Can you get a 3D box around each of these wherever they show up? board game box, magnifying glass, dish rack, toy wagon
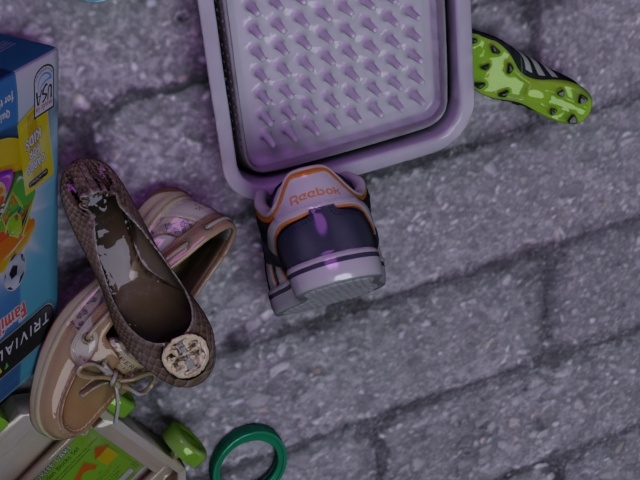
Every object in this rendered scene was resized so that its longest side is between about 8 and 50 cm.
[{"bbox_3d":[-0.335,0.010,1.373,0.254,0.079,0.336,-46,146,-56],"label":"board game box"},{"bbox_3d":[-0.100,0.318,1.793,0.092,0.026,0.230,2,115,-27],"label":"magnifying glass"},{"bbox_3d":[0.010,-0.220,1.504,0.286,0.072,0.332,-17,124,-17],"label":"dish rack"},{"bbox_3d":[-0.298,0.257,1.635,0.267,0.068,0.344,-45,126,4],"label":"toy wagon"}]

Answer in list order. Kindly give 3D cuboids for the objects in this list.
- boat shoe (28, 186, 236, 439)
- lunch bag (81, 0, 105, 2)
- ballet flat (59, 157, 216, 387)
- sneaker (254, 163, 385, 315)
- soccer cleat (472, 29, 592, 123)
[{"bbox_3d":[-0.191,0.081,1.519,0.285,0.089,0.104,-61,148,-5],"label":"boat shoe"},{"bbox_3d":[-0.182,-0.359,1.309,0.279,0.108,0.224,-47,126,6],"label":"lunch bag"},{"bbox_3d":[-0.175,0.033,1.452,0.084,0.058,0.249,-28,98,-13],"label":"ballet flat"},{"bbox_3d":[0.000,0.000,1.538,0.126,0.321,0.127,-15,83,-8],"label":"sneaker"},{"bbox_3d":[0.210,-0.177,1.634,0.179,0.072,0.060,25,107,-12],"label":"soccer cleat"}]
